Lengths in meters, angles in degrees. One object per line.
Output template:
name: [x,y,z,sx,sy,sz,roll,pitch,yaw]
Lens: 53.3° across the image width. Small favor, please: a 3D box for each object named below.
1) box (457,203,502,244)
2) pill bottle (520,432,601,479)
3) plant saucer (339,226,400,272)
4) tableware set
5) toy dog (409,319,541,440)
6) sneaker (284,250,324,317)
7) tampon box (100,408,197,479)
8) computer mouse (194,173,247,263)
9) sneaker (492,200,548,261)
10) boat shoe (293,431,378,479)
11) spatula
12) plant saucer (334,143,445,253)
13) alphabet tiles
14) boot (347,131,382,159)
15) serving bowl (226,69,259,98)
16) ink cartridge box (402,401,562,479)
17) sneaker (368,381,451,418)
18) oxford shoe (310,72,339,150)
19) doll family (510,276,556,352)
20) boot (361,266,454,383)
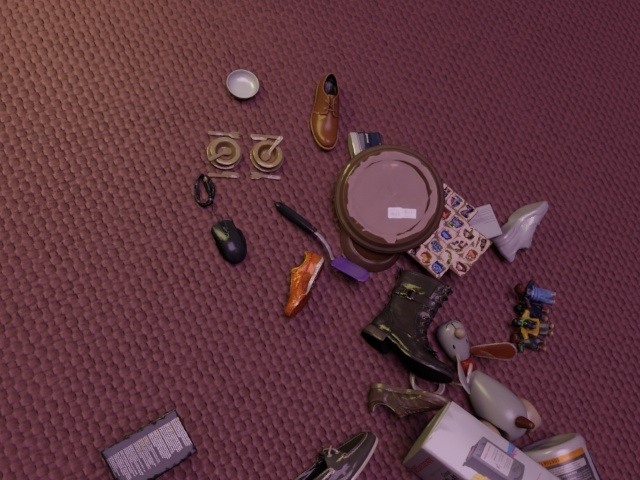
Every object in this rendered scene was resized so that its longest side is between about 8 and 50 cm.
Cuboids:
box: [0.393,-0.028,1.653,0.102,0.101,0.087,-17,78,-17]
pill bottle: [0.577,0.600,1.463,0.162,0.162,0.278,-14,76,-19]
plant saucer: [0.132,-0.004,1.617,0.169,0.029,0.168,4,72,-12]
tableware set: [-0.185,-0.220,1.597,0.194,0.039,0.128,2,72,-14]
toy dog: [0.395,0.345,1.499,0.334,0.161,0.220,41,67,1]
sneaker: [-0.049,0.106,1.523,0.068,0.064,0.175,21,60,9]
tampon box: [-0.346,0.431,1.296,0.161,0.120,0.101,-27,80,-21]
computer mouse: [-0.241,-0.056,1.528,0.071,0.041,0.242,-24,79,-20]
sneaker: [0.548,-0.024,1.718,0.212,0.080,0.094,-38,104,-23]
boat shoe: [-0.014,0.516,1.363,0.335,0.112,0.095,-42,91,-19]
spatula: [0.000,0.000,1.565,0.296,0.030,0.084,43,24,8]
plant saucer: [0.173,-0.106,1.579,0.278,0.041,0.277,0,85,-1]
alphabet tiles: [0.299,-0.026,1.594,0.237,0.009,0.198,41,86,10]
boot: [0.129,-0.199,1.656,0.086,0.069,0.189,-6,73,-11]
serving bowl: [-0.203,-0.401,1.658,0.083,0.027,0.083,4,72,-13]
ink cartridge box: [0.350,0.508,1.369,0.306,0.226,0.131,34,64,13]
sneaker: [0.204,0.378,1.468,0.189,0.066,0.071,7,70,19]
oxford shoe: [0.017,-0.340,1.672,0.076,0.076,0.212,3,73,-16]
doll family: [0.539,0.191,1.640,0.112,0.076,0.192,15,64,-5]
boot: [0.248,0.190,1.518,0.263,0.091,0.229,30,65,24]
